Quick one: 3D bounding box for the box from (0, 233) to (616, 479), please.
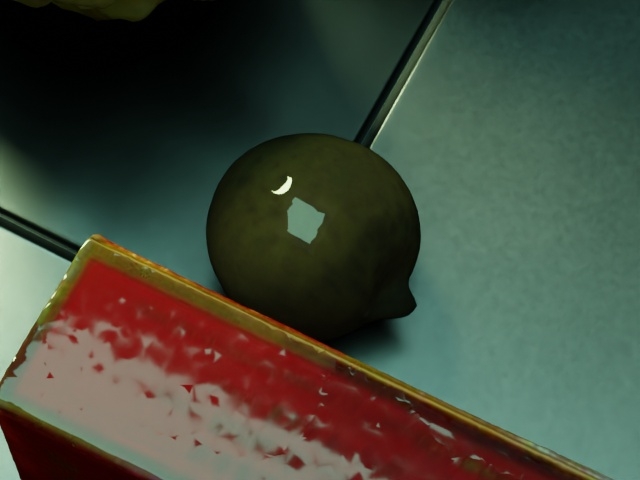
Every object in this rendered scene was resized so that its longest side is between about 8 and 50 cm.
[{"bbox_3d":[0.027,0.132,0.737,0.313,0.197,0.089,24,66,8],"label":"box"}]

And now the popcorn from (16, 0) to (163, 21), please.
[{"bbox_3d":[-0.139,-0.216,0.855,0.215,0.252,0.286,-42,34,-10],"label":"popcorn"}]

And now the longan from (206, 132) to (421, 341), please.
[{"bbox_3d":[0.000,0.000,0.853,0.113,0.092,0.113,13,57,-21],"label":"longan"}]
